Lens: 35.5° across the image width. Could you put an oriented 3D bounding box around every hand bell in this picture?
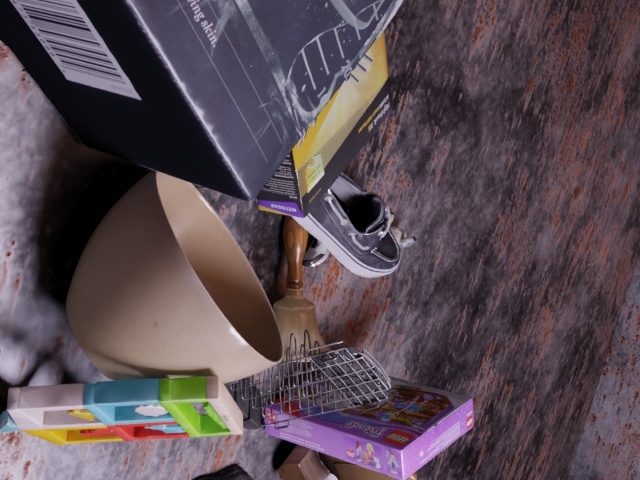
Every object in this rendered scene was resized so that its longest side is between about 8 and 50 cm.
[{"bbox_3d":[-0.041,0.061,1.581,0.126,0.126,0.241,-5,98,-52],"label":"hand bell"}]

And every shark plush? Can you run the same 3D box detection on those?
[{"bbox_3d":[0.104,0.019,1.774,0.161,0.073,0.067,-40,166,-41],"label":"shark plush"}]

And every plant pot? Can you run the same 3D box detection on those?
[{"bbox_3d":[-0.200,0.076,1.246,0.191,0.284,0.284,-32,143,8],"label":"plant pot"}]

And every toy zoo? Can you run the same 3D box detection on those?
[{"bbox_3d":[-0.254,0.214,1.233,0.192,0.293,0.030,78,9,-66],"label":"toy zoo"}]

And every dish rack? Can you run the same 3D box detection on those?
[{"bbox_3d":[-0.039,0.205,1.497,0.208,0.272,0.074,53,28,-51],"label":"dish rack"}]

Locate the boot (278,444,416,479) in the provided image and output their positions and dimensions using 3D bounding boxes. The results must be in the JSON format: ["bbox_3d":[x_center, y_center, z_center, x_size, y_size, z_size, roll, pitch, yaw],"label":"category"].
[{"bbox_3d":[0.087,0.353,1.734,0.220,0.283,0.109,-40,109,-44],"label":"boot"}]

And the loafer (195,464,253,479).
[{"bbox_3d":[-0.167,0.413,1.602,0.170,0.061,0.062,-20,124,-46],"label":"loafer"}]

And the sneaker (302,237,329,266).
[{"bbox_3d":[0.000,0.000,1.641,0.109,0.040,0.043,-51,130,-32],"label":"sneaker"}]

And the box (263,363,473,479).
[{"bbox_3d":[0.078,0.293,1.666,0.201,0.293,0.057,-24,115,-45],"label":"box"}]

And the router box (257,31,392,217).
[{"bbox_3d":[-0.002,-0.218,1.431,0.309,0.081,0.242,-53,144,-42],"label":"router box"}]

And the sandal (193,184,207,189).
[{"bbox_3d":[-0.114,-0.108,1.332,0.072,0.180,0.049,7,67,-39],"label":"sandal"}]

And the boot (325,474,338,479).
[{"bbox_3d":[0.091,0.443,1.931,0.258,0.095,0.123,-18,128,-47],"label":"boot"}]

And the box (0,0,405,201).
[{"bbox_3d":[-0.130,-0.386,1.047,0.471,0.297,0.480,-56,143,-22],"label":"box"}]

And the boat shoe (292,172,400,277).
[{"bbox_3d":[0.063,-0.032,1.597,0.301,0.102,0.108,40,47,-43],"label":"boat shoe"}]
